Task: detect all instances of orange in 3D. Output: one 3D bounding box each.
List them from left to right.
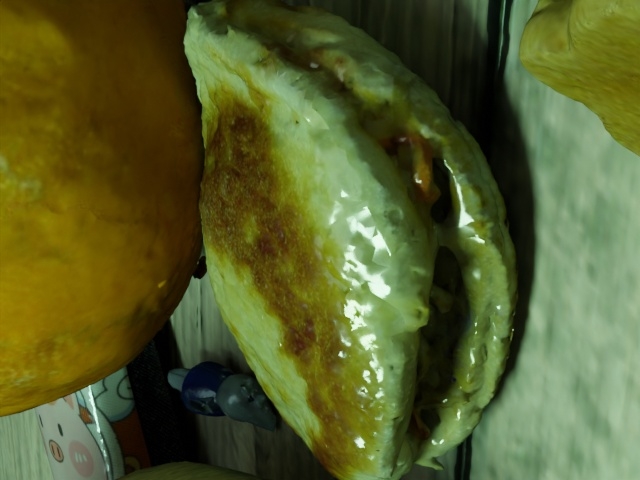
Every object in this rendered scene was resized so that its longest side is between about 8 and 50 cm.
[{"bbox_3d":[-0.172,-0.058,0.834,0.284,0.226,0.284,168,90,-67],"label":"orange"}]

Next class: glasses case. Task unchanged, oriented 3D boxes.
[{"bbox_3d":[-0.120,0.108,1.025,0.103,0.067,0.266,2,109,59],"label":"glasses case"}]

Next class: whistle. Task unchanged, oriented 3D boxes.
[{"bbox_3d":[-0.052,0.080,0.929,0.083,0.029,0.033,11,132,51],"label":"whistle"}]

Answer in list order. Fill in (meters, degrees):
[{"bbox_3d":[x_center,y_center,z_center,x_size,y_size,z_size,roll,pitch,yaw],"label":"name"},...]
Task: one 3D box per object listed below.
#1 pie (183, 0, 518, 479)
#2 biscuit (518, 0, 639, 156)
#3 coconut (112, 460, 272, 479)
[{"bbox_3d":[0.000,0.000,0.721,0.179,0.084,0.205,40,143,45],"label":"pie"},{"bbox_3d":[0.142,-0.036,0.391,0.184,0.035,0.249,28,170,-13],"label":"biscuit"},{"bbox_3d":[-0.100,0.322,0.807,0.404,0.405,0.404,40,139,45],"label":"coconut"}]
